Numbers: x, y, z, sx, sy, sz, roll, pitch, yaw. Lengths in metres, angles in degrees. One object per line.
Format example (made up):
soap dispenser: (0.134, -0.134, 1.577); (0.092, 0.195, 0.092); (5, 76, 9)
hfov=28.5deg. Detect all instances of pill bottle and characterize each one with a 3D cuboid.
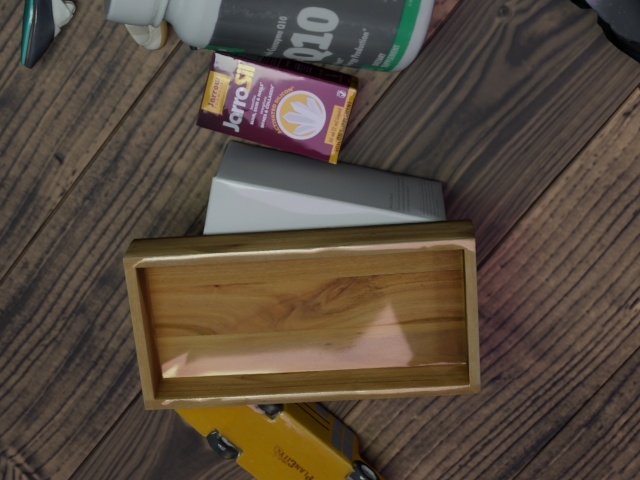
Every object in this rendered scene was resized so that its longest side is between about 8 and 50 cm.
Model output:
pill bottle: (-0.060, -0.317, 1.467); (0.361, 0.204, 0.204); (6, 109, -15)

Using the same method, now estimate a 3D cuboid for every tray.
tray: (-0.017, 0.090, 1.523); (0.410, 0.076, 0.203); (-4, 111, 4)

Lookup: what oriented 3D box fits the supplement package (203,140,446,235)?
supplement package: (0.000, 0.000, 1.621); (0.292, 0.175, 0.178); (11, 111, -2)

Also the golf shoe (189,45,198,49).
golf shoe: (-0.187, -0.323, 1.581); (0.086, 0.067, 0.186); (-37, 103, 14)

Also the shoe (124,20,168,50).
shoe: (-0.263, -0.331, 1.570); (0.058, 0.076, 0.219); (-35, 104, -32)

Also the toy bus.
toy bus: (-0.053, 0.269, 1.736); (0.332, 0.130, 0.108); (40, 104, -10)

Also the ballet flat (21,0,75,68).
ballet flat: (-0.343, -0.318, 1.590); (0.074, 0.074, 0.203); (3, 102, 1)

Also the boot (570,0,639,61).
boot: (0.441, -0.442, 1.436); (0.445, 0.146, 0.367); (-43, 123, 16)

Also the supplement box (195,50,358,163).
supplement box: (-0.055, -0.178, 1.615); (0.188, 0.081, 0.104); (15, 108, -2)
